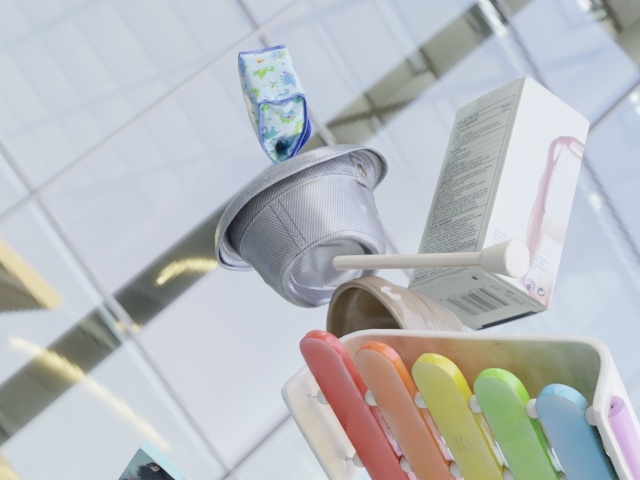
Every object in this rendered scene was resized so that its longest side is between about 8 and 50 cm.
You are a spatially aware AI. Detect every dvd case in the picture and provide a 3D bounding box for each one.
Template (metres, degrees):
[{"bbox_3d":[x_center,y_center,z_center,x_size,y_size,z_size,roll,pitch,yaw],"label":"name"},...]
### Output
[{"bbox_3d":[-0.150,0.241,1.248,0.087,0.013,0.119,42,-38,4],"label":"dvd case"}]

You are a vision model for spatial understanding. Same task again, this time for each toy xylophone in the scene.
[{"bbox_3d":[0.105,0.117,1.031,0.322,0.081,0.236,-12,-61,46],"label":"toy xylophone"}]

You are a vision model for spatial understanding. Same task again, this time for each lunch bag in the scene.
[{"bbox_3d":[-0.071,-0.203,2.065,0.151,0.096,0.129,93,-18,-47],"label":"lunch bag"}]

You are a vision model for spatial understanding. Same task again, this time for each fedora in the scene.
[{"bbox_3d":[0.000,0.000,1.639,0.124,0.243,0.275,58,4,22],"label":"fedora"}]

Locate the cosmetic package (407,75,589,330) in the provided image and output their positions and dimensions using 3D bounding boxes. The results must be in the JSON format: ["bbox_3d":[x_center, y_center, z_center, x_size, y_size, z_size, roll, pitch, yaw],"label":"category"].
[{"bbox_3d":[0.238,-0.047,1.762,0.129,0.296,0.153,30,-29,-24],"label":"cosmetic package"}]

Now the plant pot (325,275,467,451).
[{"bbox_3d":[0.110,0.149,1.598,0.237,0.109,0.237,40,-42,48],"label":"plant pot"}]
